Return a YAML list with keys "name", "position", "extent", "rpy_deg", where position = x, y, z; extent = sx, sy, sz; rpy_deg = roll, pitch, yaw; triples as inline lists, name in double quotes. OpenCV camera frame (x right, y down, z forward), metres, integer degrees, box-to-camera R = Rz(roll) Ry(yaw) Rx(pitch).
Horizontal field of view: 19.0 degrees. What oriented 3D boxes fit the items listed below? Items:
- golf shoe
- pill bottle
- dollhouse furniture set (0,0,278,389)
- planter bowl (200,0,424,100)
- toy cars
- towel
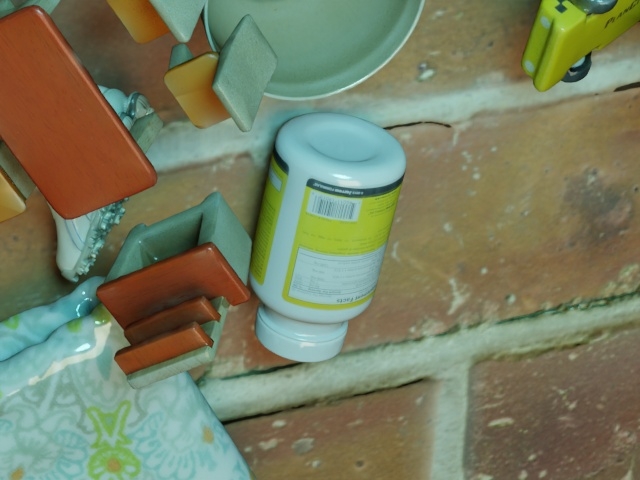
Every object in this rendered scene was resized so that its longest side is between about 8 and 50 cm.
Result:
- name: "golf shoe"
  position: [-0.183, -0.049, 1.422]
  extent: [0.086, 0.069, 0.176]
  rpy_deg: [22, 126, 2]
- name: "pill bottle"
  position: [0.000, 0.000, 1.495]
  extent: [0.103, 0.103, 0.184]
  rpy_deg: [-1, 124, -23]
- name: "dollhouse furniture set"
  position: [-0.151, -0.043, 1.287]
  extent: [0.262, 0.135, 0.259]
  rpy_deg: [-22, 119, 24]
- name: "planter bowl"
  position: [-0.019, -0.195, 1.344]
  extent: [0.162, 0.109, 0.162]
  rpy_deg: [-11, 128, -15]
- name: "toy cars"
  position: [0.275, -0.280, 1.421]
  extent: [0.393, 0.087, 0.176]
  rpy_deg: [-50, 162, 13]
- name: "towel"
  position: [-0.251, 0.221, 1.530]
  extent: [0.374, 0.090, 0.320]
  rpy_deg: [-25, 131, 4]
